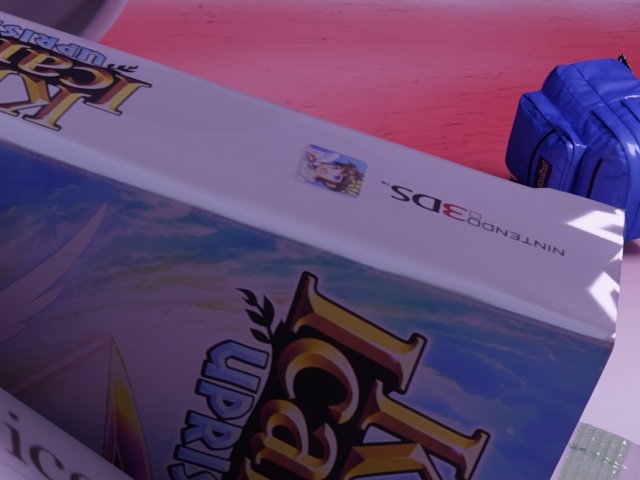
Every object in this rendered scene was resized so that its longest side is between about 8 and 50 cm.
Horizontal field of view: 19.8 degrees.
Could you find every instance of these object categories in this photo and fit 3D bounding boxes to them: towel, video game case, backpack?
[{"bbox_3d":[0.114,0.110,0.905,0.152,0.023,0.113,22,21,9],"label":"towel"},{"bbox_3d":[-0.078,0.072,0.508,0.244,0.269,0.061,18,36,-2],"label":"video game case"},{"bbox_3d":[0.191,-0.052,1.262,0.101,0.098,0.120,-16,45,-22],"label":"backpack"}]

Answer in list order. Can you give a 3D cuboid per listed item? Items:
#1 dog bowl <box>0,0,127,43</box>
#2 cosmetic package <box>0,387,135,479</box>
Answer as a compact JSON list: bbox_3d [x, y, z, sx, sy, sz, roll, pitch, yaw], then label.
[{"bbox_3d":[-0.228,-0.214,1.071,0.265,0.265,0.104,15,20,-9],"label":"dog bowl"},{"bbox_3d":[-0.055,0.207,0.255,0.230,0.161,0.453,38,13,-25],"label":"cosmetic package"}]
